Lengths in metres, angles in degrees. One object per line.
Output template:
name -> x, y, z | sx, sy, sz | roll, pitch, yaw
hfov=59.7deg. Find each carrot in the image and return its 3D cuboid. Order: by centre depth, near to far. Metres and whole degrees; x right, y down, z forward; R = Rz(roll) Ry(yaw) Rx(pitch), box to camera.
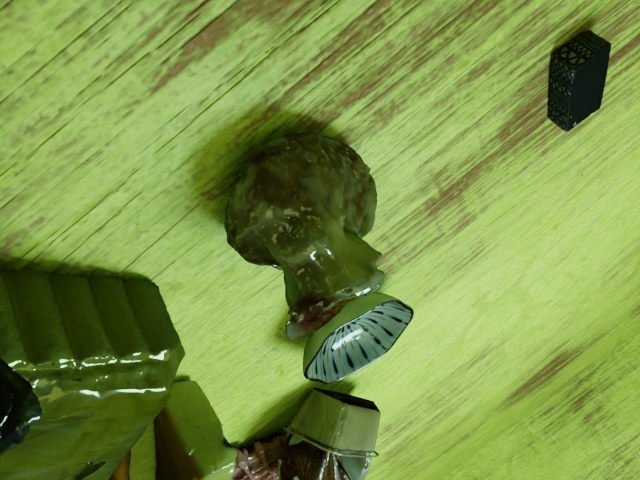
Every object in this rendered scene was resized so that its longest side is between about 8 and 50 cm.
carrot -> -0.295, 0.351, 0.822 | 0.037, 0.037, 0.190 | -13, 138, -31

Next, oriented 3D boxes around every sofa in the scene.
sofa -> 0.322, -0.197, 0.700 | 0.060, 0.039, 0.118 | -34, 147, -1

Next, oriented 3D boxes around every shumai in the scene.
shumai -> 0.000, 0.000, 0.564 | 0.161, 0.153, 0.209 | -29, 149, 3

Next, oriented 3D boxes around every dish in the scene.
dish -> 0.043, 0.130, 0.826 | 0.190, 0.066, 0.191 | -25, 146, -18

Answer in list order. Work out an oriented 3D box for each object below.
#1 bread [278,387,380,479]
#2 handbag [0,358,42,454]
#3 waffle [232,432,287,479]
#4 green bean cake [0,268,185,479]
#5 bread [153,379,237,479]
bread -> 0.024, 0.382, 1.006 | 0.224, 0.142, 0.212 | 35, 70, -54
handbag -> -0.351, 0.145, 0.303 | 0.341, 0.240, 0.247 | -50, 176, 12
waffle -> -0.130, 0.445, 1.062 | 0.221, 0.055, 0.234 | 8, 124, -49
green bean cake -> -0.270, 0.145, 0.517 | 0.233, 0.124, 0.236 | 12, 124, -48
bread -> -0.191, 0.352, 0.822 | 0.077, 0.138, 0.361 | -17, 142, -29
